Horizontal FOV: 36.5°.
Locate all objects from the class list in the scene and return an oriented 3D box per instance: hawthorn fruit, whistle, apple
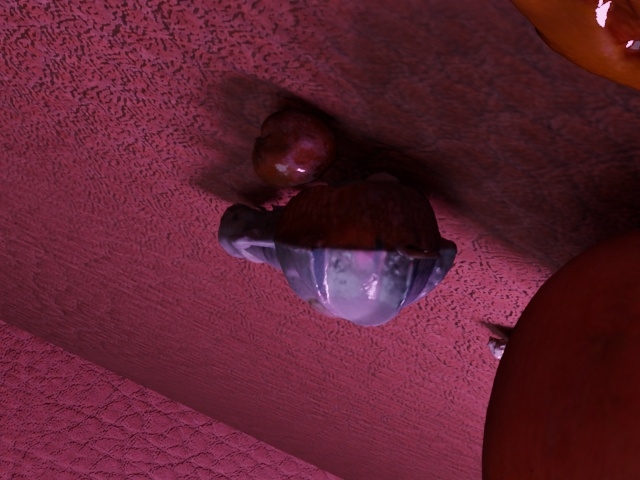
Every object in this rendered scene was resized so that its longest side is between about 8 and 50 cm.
[{"bbox_3d":[-0.005,-0.071,0.807,0.103,0.067,0.067,16,161,-9],"label":"hawthorn fruit"},{"bbox_3d":[0.001,-0.001,0.889,0.346,0.142,0.134,10,122,60],"label":"whistle"},{"bbox_3d":[0.284,0.171,0.678,0.363,0.364,0.364,21,160,8],"label":"apple"}]

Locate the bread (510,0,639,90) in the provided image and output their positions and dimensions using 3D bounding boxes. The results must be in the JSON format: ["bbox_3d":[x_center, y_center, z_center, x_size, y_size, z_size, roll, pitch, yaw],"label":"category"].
[{"bbox_3d":[0.148,-0.150,0.307,0.269,0.148,0.270,21,159,8],"label":"bread"}]

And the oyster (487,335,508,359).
[{"bbox_3d":[0.248,0.135,1.070,0.098,0.037,0.100,37,156,-34],"label":"oyster"}]
